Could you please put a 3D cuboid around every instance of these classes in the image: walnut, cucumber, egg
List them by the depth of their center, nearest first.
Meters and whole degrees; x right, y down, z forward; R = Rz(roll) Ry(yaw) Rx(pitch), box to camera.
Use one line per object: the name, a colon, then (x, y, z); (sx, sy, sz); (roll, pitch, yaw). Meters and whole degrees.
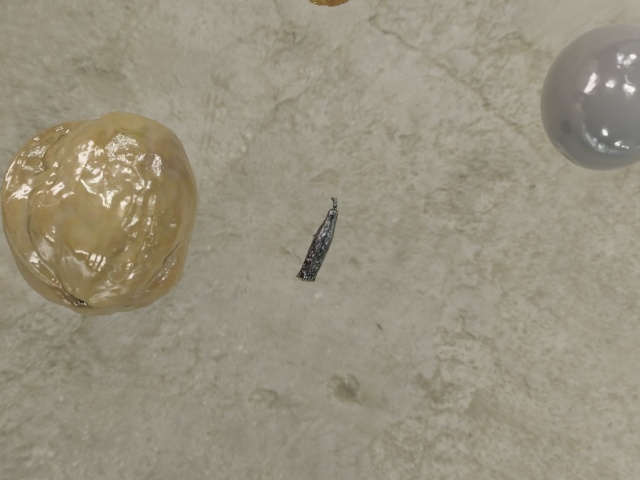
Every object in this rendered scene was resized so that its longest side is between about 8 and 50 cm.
egg: (0.383, -0.185, 0.798); (0.176, 0.176, 0.232); (33, 53, -7)
walnut: (-0.389, -0.048, 1.093); (0.381, 0.381, 0.381); (0, 93, -7)
cucumber: (0.000, 0.000, 1.119); (0.043, 0.039, 0.163); (35, 75, -50)

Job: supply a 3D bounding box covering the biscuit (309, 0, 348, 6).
biscuit: (0.003, -0.359, 0.589); (0.029, 0.118, 0.247); (-17, 103, -44)
